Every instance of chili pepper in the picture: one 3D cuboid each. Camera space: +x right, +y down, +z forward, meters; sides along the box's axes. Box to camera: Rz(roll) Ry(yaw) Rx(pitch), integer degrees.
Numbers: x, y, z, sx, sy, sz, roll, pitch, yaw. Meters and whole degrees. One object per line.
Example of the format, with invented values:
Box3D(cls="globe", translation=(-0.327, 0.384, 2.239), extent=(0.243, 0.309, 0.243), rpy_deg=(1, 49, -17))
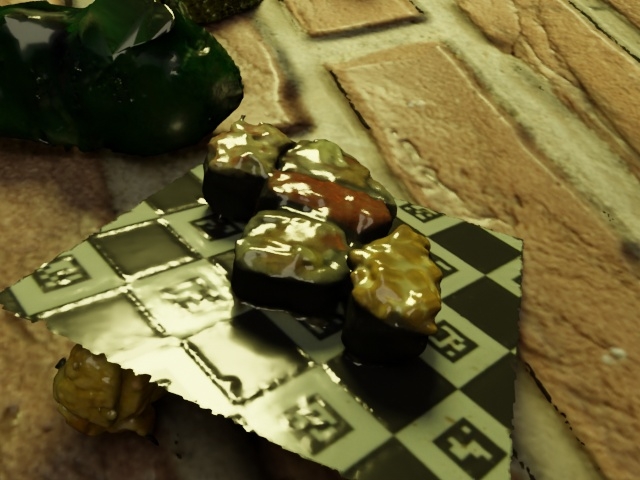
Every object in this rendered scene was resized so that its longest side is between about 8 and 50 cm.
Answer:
Box3D(cls="chili pepper", translation=(-0.203, -0.156, 0.524), extent=(0.264, 0.116, 0.148), rpy_deg=(9, 53, 3))

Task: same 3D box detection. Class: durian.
Box3D(cls="durian", translation=(-0.173, -0.291, 0.682), extent=(0.215, 0.086, 0.100), rpy_deg=(5, 17, -4))

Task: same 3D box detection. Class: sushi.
Box3D(cls="sushi", translation=(0.000, 0.000, 0.394), extent=(0.294, 0.059, 0.292), rpy_deg=(20, 34, 11))

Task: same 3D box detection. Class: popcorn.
Box3D(cls="popcorn", translation=(-0.116, 0.090, 0.361), extent=(0.084, 0.084, 0.084), rpy_deg=(2, 50, -3))
